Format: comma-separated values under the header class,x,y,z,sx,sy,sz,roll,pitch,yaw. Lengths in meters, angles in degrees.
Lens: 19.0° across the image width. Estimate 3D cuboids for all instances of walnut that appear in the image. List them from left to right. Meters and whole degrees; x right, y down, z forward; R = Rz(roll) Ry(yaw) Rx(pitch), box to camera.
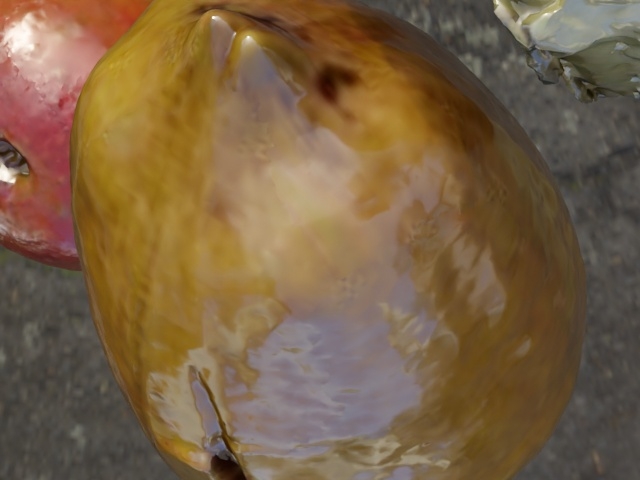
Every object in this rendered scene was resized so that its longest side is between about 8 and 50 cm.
class,x,y,z,sx,sy,sz,roll,pitch,yaw
walnut,0.000,0.000,0.768,0.209,0.209,0.336,-13,151,5

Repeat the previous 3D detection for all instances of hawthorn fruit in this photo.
class,x,y,z,sx,sy,sz,roll,pitch,yaw
hawthorn fruit,-0.180,-0.115,1.491,0.284,0.284,0.284,-1,121,-2

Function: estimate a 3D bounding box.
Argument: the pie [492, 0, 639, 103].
class,x,y,z,sx,sy,sz,roll,pitch,yaw
pie,0.040,-0.179,0.673,0.083,0.339,0.339,-36,116,16
